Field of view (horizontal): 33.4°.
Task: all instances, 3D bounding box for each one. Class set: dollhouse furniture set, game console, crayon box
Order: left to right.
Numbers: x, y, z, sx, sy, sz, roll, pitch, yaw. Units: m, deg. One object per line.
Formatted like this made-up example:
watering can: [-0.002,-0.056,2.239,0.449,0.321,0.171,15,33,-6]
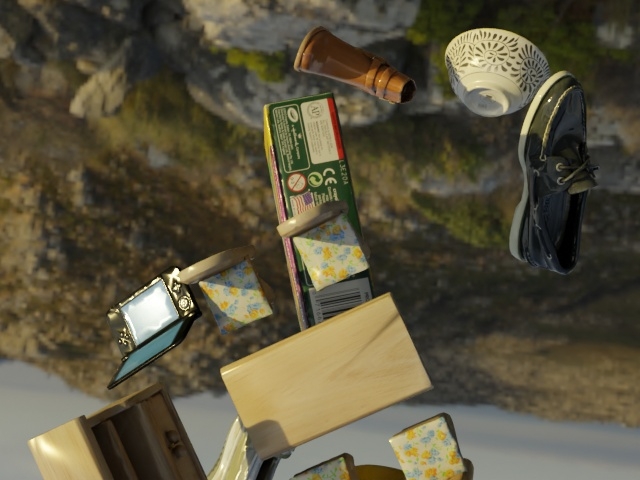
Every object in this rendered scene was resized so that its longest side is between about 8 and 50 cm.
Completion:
game console: [-0.207,0.100,1.249,0.122,0.107,0.071,-33,162,20]
dollhouse furniture set: [-0.078,0.196,1.199,0.394,0.362,0.256,-25,179,11]
crayon box: [0.000,0.000,1.544,0.106,0.362,0.313,-11,176,-3]

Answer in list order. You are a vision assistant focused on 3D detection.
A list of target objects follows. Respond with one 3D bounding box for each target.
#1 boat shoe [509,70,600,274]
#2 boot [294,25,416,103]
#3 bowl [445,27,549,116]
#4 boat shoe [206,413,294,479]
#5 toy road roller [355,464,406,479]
boat shoe: [0.373,-0.090,1.642,0.127,0.340,0.113,-17,-141,-33]
boot: [0.057,-0.258,1.613,0.152,0.073,0.197,31,-159,18]
bowl: [0.272,-0.250,1.698,0.170,0.080,0.170,15,150,9]
boat shoe: [-0.086,0.316,1.477,0.103,0.320,0.118,30,174,17]
toy road roller: [0.079,0.479,1.671,0.241,0.202,0.329,17,156,-27]
